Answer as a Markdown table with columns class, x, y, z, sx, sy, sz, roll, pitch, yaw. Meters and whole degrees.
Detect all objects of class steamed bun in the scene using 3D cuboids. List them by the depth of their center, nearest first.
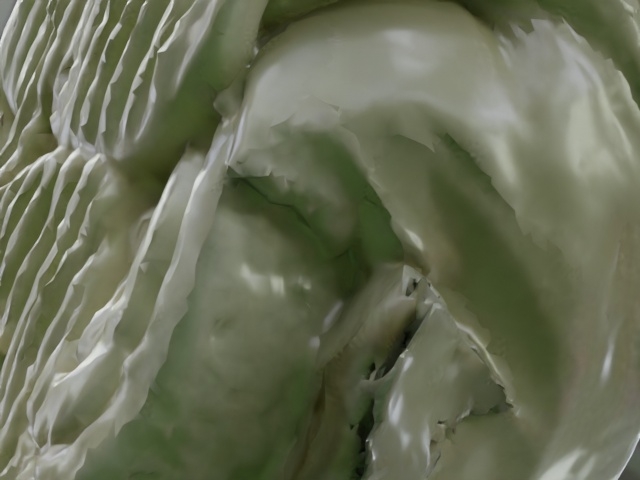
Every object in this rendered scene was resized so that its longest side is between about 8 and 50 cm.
| class | x | y | z | sx | sy | sz | roll | pitch | yaw |
| --- | --- | --- | --- | --- | --- | --- | --- | --- | --- |
| steamed bun | 0.000 | 0.000 | 0.681 | 0.237 | 0.394 | 0.346 | 19 | -38 | -23 |
